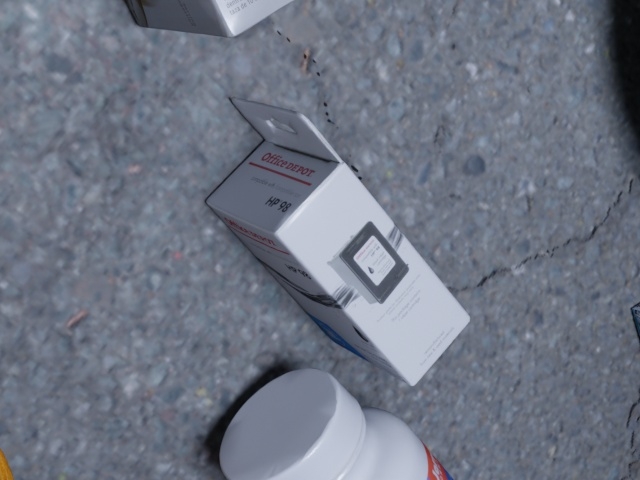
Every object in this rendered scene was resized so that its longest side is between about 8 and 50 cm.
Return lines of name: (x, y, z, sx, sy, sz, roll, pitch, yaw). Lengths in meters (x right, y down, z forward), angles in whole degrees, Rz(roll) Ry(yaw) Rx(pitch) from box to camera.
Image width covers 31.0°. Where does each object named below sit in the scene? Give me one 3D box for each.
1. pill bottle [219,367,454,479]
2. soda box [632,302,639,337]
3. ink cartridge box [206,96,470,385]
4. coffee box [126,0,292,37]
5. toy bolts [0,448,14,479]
pill bottle: (0.035, 0.188, 0.758, 0.124, 0.124, 0.221, -46, 120, -13)
soda box: (0.343, 0.044, 0.942, 0.183, 0.058, 0.063, -30, 114, -22)
ink cartridge box: (0.000, 0.000, 0.709, 0.060, 0.104, 0.180, -47, 119, -11)
coffee box: (-0.090, -0.236, 0.582, 0.098, 0.141, 0.246, -36, 117, -18)
toy bolts: (-0.230, 0.231, 0.627, 0.158, 0.218, 0.228, -25, 131, 12)
